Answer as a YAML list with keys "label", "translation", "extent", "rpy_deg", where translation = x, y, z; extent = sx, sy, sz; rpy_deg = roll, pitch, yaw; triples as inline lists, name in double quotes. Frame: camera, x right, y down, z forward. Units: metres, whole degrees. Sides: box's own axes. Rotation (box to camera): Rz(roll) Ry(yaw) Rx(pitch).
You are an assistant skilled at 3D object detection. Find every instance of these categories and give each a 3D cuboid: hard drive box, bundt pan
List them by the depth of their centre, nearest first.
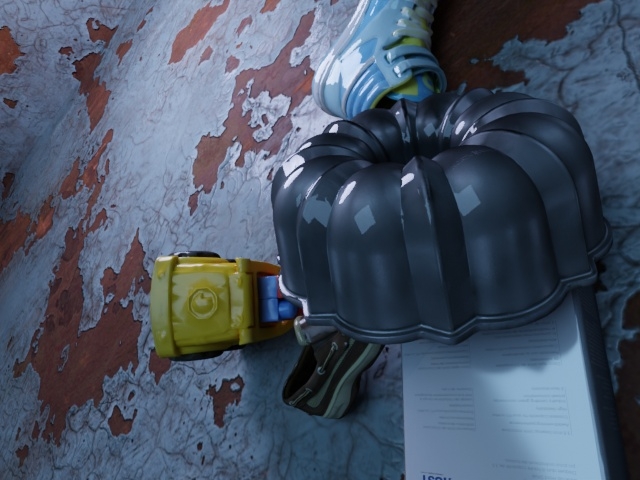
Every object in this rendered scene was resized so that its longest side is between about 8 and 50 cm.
- label: "bundt pan"
  translation: [0.097, -0.055, 0.455]
  extent: [0.331, 0.124, 0.331]
  rpy_deg: [-13, 29, 7]
- label: "hard drive box"
  translation: [0.178, 0.137, 0.458]
  extent: [0.181, 0.089, 0.232]
  rpy_deg: [-14, 63, 38]

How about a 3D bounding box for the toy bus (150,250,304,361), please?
- label: "toy bus"
  translation: [-0.102, 0.087, 0.677]
  extent: [0.211, 0.220, 0.149]
  rpy_deg: [-8, 81, 15]

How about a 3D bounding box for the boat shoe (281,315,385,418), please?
- label: "boat shoe"
  translation: [0.016, 0.111, 0.547]
  extent: [0.095, 0.095, 0.257]
  rpy_deg: [-105, 30, -64]

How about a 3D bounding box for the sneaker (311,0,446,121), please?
- label: "sneaker"
  translation: [0.134, -0.285, 0.651]
  extent: [0.319, 0.127, 0.208]
  rpy_deg: [-58, 43, 21]
